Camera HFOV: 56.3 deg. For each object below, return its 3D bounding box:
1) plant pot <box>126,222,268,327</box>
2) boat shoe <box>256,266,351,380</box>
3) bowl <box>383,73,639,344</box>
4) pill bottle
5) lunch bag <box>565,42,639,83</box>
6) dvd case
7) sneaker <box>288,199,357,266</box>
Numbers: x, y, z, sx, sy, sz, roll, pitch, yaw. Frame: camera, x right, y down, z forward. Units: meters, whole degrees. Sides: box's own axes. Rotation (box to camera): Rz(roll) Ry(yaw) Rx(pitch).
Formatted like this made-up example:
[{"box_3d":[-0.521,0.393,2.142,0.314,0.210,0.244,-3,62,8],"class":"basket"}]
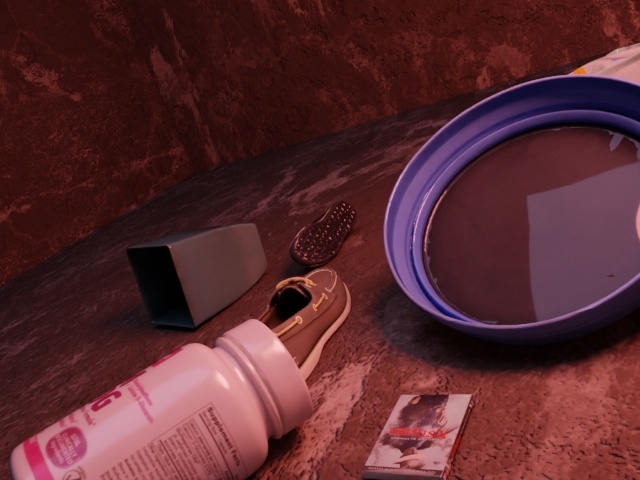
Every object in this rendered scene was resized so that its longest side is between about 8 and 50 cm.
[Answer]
[{"box_3d":[-0.234,0.051,1.228,0.166,0.165,0.234,-4,17,45],"class":"plant pot"},{"box_3d":[-0.032,0.110,0.914,0.109,0.091,0.305,-14,19,24],"class":"boat shoe"},{"box_3d":[0.269,-0.045,0.770,0.391,0.077,0.391,-23,44,24],"class":"bowl"},{"box_3d":[-0.159,0.213,0.646,0.283,0.160,0.160,-30,19,-25],"class":"pill bottle"},{"box_3d":[0.459,-0.173,0.952,0.262,0.223,0.160,-28,13,-15],"class":"lunch bag"},{"box_3d":[0.103,0.200,0.616,0.087,0.013,0.119,-10,22,34],"class":"dvd case"},{"box_3d":[0.000,0.000,1.271,0.097,0.084,0.235,-39,1,42],"class":"sneaker"}]
